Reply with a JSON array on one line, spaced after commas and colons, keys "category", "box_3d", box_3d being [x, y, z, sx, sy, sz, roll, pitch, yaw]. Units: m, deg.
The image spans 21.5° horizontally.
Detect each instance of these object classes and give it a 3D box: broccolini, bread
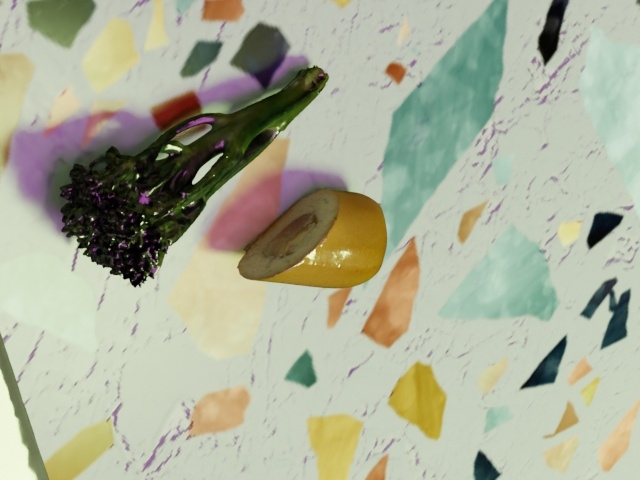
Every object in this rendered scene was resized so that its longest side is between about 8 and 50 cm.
[{"category": "broccolini", "box_3d": [-0.070, -0.049, 0.962, 0.201, 0.058, 0.074, -44, 154, -41]}, {"category": "bread", "box_3d": [-0.001, -0.001, 1.044, 0.103, 0.049, 0.062, 7, 107, -50]}]

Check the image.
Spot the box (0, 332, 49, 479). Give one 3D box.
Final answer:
[{"category": "box", "box_3d": [-0.293, 0.182, 0.758, 0.344, 0.177, 0.352, -36, 134, -30]}]
